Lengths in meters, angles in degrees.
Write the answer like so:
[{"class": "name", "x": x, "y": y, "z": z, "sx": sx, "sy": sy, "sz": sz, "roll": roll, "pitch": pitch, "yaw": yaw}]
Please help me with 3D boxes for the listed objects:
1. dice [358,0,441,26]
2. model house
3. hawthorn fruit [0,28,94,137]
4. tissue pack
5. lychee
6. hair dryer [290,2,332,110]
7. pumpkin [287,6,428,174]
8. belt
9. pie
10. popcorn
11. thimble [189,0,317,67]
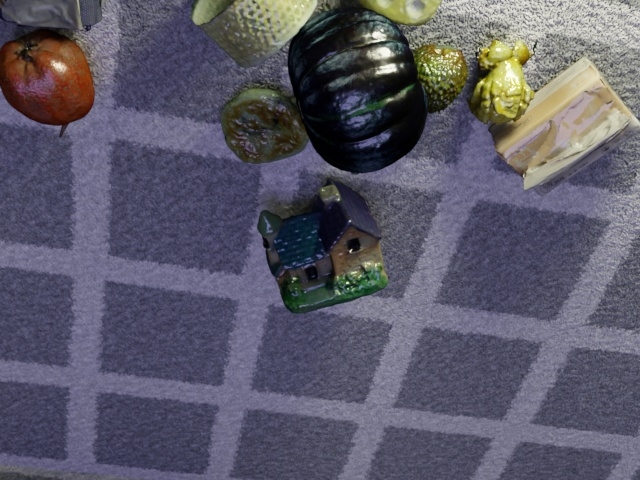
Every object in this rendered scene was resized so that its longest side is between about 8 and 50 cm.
[{"class": "dice", "x": 0.182, "y": -0.581, "z": 1.740, "sx": 0.169, "sy": 0.166, "sz": 0.169, "roll": 15, "pitch": 127, "yaw": -14}, {"class": "model house", "x": 0.000, "y": 0.000, "z": 2.147, "sx": 0.312, "sy": 0.245, "sz": 0.280, "roll": -15, "pitch": 132, "yaw": -2}, {"class": "hawthorn fruit", "x": -0.635, "y": -0.358, "z": 1.881, "sx": 0.210, "sy": 0.211, "sz": 0.262, "roll": -6, "pitch": 142, "yaw": 3}, {"class": "tissue pack", "x": 0.610, "y": -0.256, "z": 1.976, "sx": 0.305, "sy": 0.239, "sz": 0.238, "roll": -37, "pitch": 121, "yaw": 24}, {"class": "lychee", "x": 0.270, "y": -0.383, "z": 1.909, "sx": 0.171, "sy": 0.171, "sz": 0.171, "roll": -1, "pitch": 128, "yaw": -1}, {"class": "hair dryer", "x": -0.002, "y": -0.411, "z": 1.946, "sx": 0.229, "sy": 0.092, "sz": 0.267, "roll": -28, "pitch": 110, "yaw": 26}, {"class": "pumpkin", "x": 0.076, "y": -0.327, "z": 1.730, "sx": 0.266, "sy": 0.363, "sz": 0.363, "roll": -21, "pitch": 127, "yaw": 1}, {"class": "belt", "x": -0.604, "y": -0.531, "z": 1.774, "sx": 0.230, "sy": 0.140, "sz": 0.126, "roll": 3, "pitch": 127, "yaw": -7}, {"class": "pie", "x": -0.141, "y": -0.281, "z": 2.019, "sx": 0.240, "sy": 0.054, "sz": 0.241, "roll": 8, "pitch": 137, "yaw": 7}, {"class": "popcorn", "x": 0.438, "y": -0.379, "z": 1.928, "sx": 0.173, "sy": 0.168, "sz": 0.195, "roll": -2, "pitch": 91, "yaw": 13}, {"class": "thimble", "x": -0.139, "y": -0.520, "z": 1.723, "sx": 0.270, "sy": 0.271, "sz": 0.150, "roll": -34, "pitch": 124, "yaw": 23}]
